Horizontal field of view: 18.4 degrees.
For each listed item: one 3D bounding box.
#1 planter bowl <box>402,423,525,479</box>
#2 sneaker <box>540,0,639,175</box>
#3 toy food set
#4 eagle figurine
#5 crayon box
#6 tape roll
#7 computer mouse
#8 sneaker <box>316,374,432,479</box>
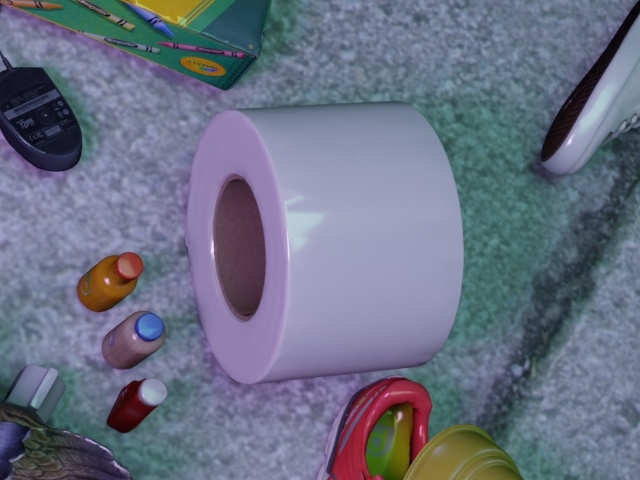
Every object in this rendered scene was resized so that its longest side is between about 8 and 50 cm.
[{"bbox_3d":[0.151,0.277,1.764,0.217,0.090,0.217,-11,104,-53],"label":"planter bowl"},{"bbox_3d":[0.337,-0.153,2.022,0.123,0.106,0.290,41,62,-4],"label":"sneaker"},{"bbox_3d":[-0.200,0.129,1.715,0.111,0.104,0.232,33,65,-11],"label":"toy food set"},{"bbox_3d":[-0.317,0.127,1.568,0.226,0.225,0.298,-28,67,-27],"label":"eagle figurine"},{"bbox_3d":[-0.181,-0.270,1.843,0.278,0.081,0.165,20,60,-17],"label":"crayon box"},{"bbox_3d":[0.000,0.000,1.760,0.169,0.246,0.246,-5,77,-23],"label":"tape roll"},{"bbox_3d":[-0.297,-0.161,1.804,0.071,0.041,0.242,-27,79,-36],"label":"computer mouse"},{"bbox_3d":[0.040,0.250,1.772,0.107,0.118,0.279,16,69,-16],"label":"sneaker"}]
